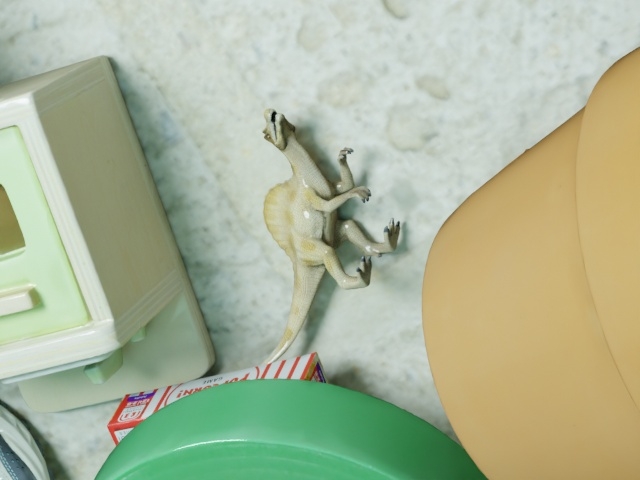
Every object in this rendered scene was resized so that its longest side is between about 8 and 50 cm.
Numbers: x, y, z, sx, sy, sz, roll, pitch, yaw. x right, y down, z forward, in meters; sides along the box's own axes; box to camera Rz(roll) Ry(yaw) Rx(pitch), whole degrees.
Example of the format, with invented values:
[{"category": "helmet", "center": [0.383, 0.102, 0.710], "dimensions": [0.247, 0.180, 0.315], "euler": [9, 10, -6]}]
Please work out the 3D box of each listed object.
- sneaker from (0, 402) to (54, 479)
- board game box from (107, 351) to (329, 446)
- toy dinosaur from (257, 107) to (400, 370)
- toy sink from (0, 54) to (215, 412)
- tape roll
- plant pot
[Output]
[{"category": "sneaker", "center": [-0.319, 0.141, 1.255], "dimensions": [0.283, 0.122, 0.110], "euler": [36, 115, 3]}, {"category": "board game box", "center": [-0.039, 0.181, 1.212], "dimensions": [0.146, 0.045, 0.193], "euler": [-14, 112, 20]}, {"category": "toy dinosaur", "center": [0.000, 0.000, 1.163], "dimensions": [0.092, 0.053, 0.183], "euler": [11, 113, 31]}, {"category": "toy sink", "center": [-0.190, 0.018, 1.171], "dimensions": [0.152, 0.131, 0.234], "euler": [-13, 104, 21]}, {"category": "tape roll", "center": [-0.015, 0.246, 1.168], "dimensions": [0.321, 0.077, 0.321], "euler": [5, 118, 11]}, {"category": "plant pot", "center": [0.194, 0.039, 0.998], "dimensions": [0.203, 0.291, 0.291], "euler": [-23, 100, 38]}]
